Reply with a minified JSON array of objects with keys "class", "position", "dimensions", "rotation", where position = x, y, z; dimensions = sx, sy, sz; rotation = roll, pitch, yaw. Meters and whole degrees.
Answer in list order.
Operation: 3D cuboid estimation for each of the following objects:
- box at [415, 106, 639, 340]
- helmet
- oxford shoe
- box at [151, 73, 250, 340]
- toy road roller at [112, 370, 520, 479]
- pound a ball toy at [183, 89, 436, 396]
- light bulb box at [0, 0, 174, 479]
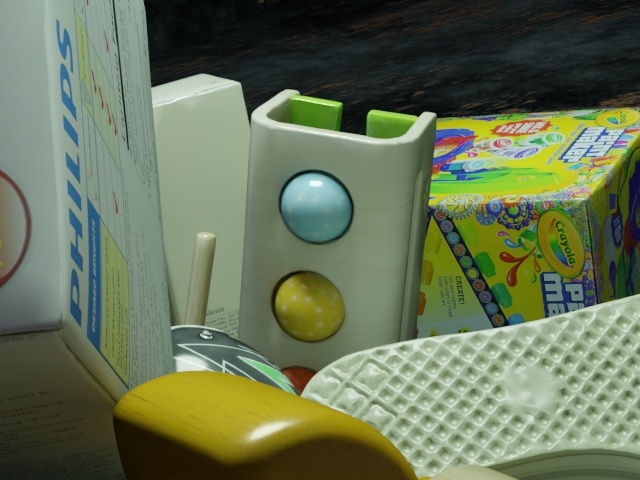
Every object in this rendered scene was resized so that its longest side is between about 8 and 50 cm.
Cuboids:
[{"class":"box","position":[0.151,0.006,1.553],"dimensions":[0.279,0.177,0.290],"rotation":[-2,18,24]},{"class":"helmet","position":[-0.084,0.144,1.218],"dimensions":[0.169,0.169,0.161],"rotation":[-12,-5,-9]},{"class":"oxford shoe","position":[0.206,0.131,1.176],"dimensions":[0.449,0.130,0.169],"rotation":[-6,52,4]},{"class":"box","position":[-0.108,-0.003,1.554],"dimensions":[0.113,0.275,0.094],"rotation":[-16,16,-21]},{"class":"toy road roller","position":[0.021,0.173,0.936],"dimensions":[0.329,0.241,0.202],"rotation":[-20,19,-31]},{"class":"pound a ball toy","position":[-0.035,0.050,1.342],"dimensions":[0.208,0.319,0.136],"rotation":[11,21,14]},{"class":"light bulb box","position":[-0.227,-0.051,1.016],"dimensions":[0.225,0.358,0.361],"rotation":[-8,-19,3]}]
